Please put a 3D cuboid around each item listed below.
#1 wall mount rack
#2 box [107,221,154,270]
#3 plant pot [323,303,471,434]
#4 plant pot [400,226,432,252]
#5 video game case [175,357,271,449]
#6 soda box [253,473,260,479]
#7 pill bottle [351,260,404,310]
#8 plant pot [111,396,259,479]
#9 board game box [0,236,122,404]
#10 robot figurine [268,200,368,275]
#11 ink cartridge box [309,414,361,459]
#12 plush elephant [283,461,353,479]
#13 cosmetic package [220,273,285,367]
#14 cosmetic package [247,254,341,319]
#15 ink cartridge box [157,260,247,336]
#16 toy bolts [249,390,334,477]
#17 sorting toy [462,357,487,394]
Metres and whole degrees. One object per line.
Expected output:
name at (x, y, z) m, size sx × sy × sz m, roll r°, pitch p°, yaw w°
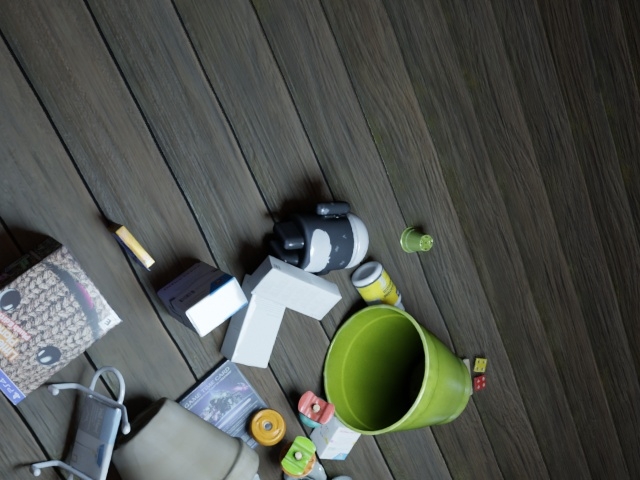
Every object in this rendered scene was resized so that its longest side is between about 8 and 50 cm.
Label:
wall mount rack at (-0.527, 0.477, 1.583) m, size 0.130 × 0.304 × 0.350 m, roll 12°, pitch 91°, yaw -58°
box at (-0.458, 0.017, 1.681) m, size 0.028 × 0.081 × 0.136 m, roll -46°, pitch 118°, yaw -18°
plant pot at (0.261, 0.409, 2.055) m, size 0.353 × 0.366 × 0.366 m, roll 25°, pitch 84°, yaw -44°
plant pot at (0.307, 0.002, 2.146) m, size 0.083 × 0.079 × 0.083 m, roll -5°, pitch 100°, yaw -32°
video game case at (-0.256, 0.484, 1.912) m, size 0.196 × 0.026 × 0.274 m, roll -41°, pitch 115°, yaw -20°
soda box at (-0.198, 0.786, 1.955) m, size 0.098 × 0.091 × 0.286 m, roll -23°, pitch 109°, yaw -26°
pill bottle at (0.180, 0.159, 2.079) m, size 0.103 × 0.103 × 0.184 m, roll -44°, pitch 117°, yaw -18°
plant pot at (-0.362, 0.556, 1.722) m, size 0.323 × 0.323 × 0.280 m, roll -43°, pitch 99°, yaw -19°
board game box at (-0.648, 0.174, 1.554) m, size 0.291 × 0.141 × 0.232 m, roll -40°, pitch 116°, yaw -20°
robot figurine at (-0.001, 0.000, 1.908) m, size 0.278 × 0.209 × 0.173 m, roll -5°, pitch 78°, yaw -30°
ink cartridge box at (0.051, 0.566, 2.044) m, size 0.092 × 0.090 × 0.143 m, roll 16°, pitch 113°, yaw -32°
plush elephant at (0.000, 0.789, 2.003) m, size 0.272 × 0.255 × 0.330 m, roll -74°, pitch 172°, yaw -46°
cosmetic package at (-0.178, 0.221, 1.884) m, size 0.117 × 0.085 × 0.231 m, roll 20°, pitch 89°, yaw -33°
cosmetic package at (-0.067, 0.128, 1.832) m, size 0.239 × 0.060 × 0.099 m, roll 26°, pitch 116°, yaw -34°
ink cartridge box at (-0.299, 0.142, 1.727) m, size 0.148 × 0.203 × 0.086 m, roll -37°, pitch 117°, yaw -21°
toy bolts at (-0.077, 0.537, 1.971) m, size 0.218 × 0.158 × 0.228 m, roll 34°, pitch 68°, yaw 9°
sorting toy at (0.452, 0.474, 2.329) m, size 0.275 × 0.046 × 0.132 m, roll -17°, pitch 106°, yaw -28°
